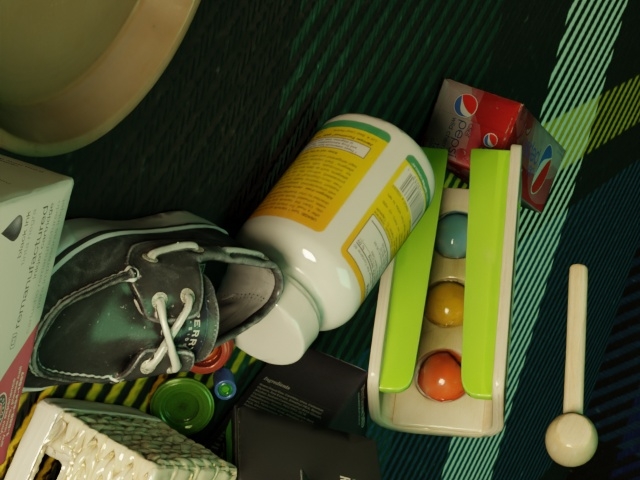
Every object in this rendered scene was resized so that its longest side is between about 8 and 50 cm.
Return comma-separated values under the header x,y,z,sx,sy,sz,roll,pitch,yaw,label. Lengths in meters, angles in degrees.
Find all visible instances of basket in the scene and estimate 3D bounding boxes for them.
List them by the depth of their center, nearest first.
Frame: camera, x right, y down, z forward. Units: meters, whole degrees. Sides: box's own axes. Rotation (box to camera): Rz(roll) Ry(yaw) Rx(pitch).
x,y,z,sx,sy,sz,roll,pitch,yaw,label
-0.144,0.187,1.085,0.113,0.103,0.167,-68,160,-1,basket

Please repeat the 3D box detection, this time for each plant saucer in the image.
x,y,z,sx,sy,sz,roll,pitch,yaw,label
-0.136,-0.183,0.849,0.278,0.041,0.278,-50,152,-39,plant saucer

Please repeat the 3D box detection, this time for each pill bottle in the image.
x,y,z,sx,sy,sz,roll,pitch,yaw,label
0.000,0.000,1.242,0.208,0.117,0.117,-54,154,-35,pill bottle

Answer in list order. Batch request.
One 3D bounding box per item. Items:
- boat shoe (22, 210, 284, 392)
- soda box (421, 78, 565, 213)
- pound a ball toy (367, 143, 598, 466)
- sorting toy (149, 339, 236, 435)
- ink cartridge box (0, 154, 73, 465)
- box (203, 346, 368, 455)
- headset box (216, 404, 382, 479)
x,y,z,sx,sy,sz,roll,pitch,yaw,label
-0.118,0.047,1.019,0.301,0.102,0.108,-14,122,-65,boat shoe
0.195,-0.099,1.657,0.083,0.092,0.263,-69,159,0,soda box
0.160,0.069,1.434,0.136,0.208,0.319,81,15,-59,pound a ball toy
-0.099,0.105,1.208,0.042,0.061,0.102,-112,-137,-70,sorting toy
-0.221,0.049,0.714,0.237,0.100,0.172,-35,141,-75,ink cartridge box
-0.030,0.206,1.398,0.158,0.093,0.156,-53,154,-39,box
-0.044,0.307,1.194,0.246,0.131,0.283,-95,-155,-59,headset box
